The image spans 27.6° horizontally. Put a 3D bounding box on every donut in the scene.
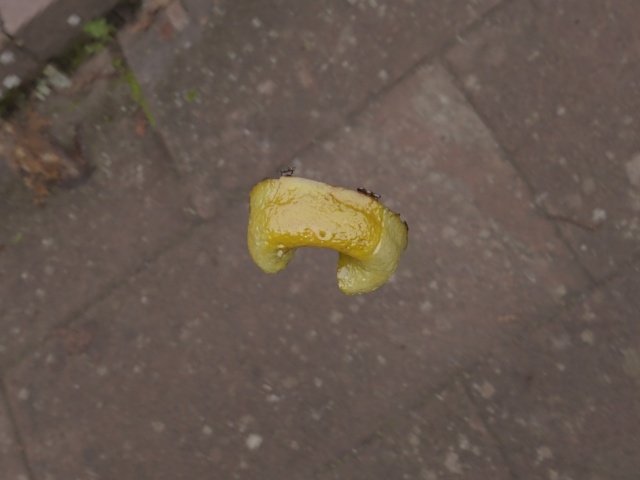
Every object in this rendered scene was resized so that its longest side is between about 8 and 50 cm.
[{"bbox_3d":[0.005,-0.004,1.379,0.181,0.146,0.078,21,60,-6],"label":"donut"}]
